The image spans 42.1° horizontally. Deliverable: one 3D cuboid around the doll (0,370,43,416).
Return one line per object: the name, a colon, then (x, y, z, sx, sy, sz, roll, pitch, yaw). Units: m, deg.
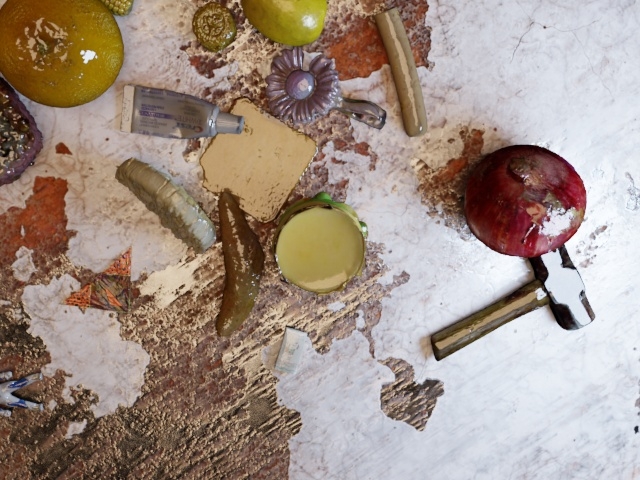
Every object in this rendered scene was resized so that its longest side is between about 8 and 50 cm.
doll: (-0.774, 0.365, 1.963, 0.227, 0.057, 0.114, 2, 103, -8)

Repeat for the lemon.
lemon: (-0.082, -0.523, 1.828, 0.207, 0.170, 0.170, 29, 96, -8)

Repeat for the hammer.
hammer: (0.449, 0.170, 2.042, 0.408, 0.095, 0.242, -28, 101, 5)

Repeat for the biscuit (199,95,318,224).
biscuit: (-0.153, -0.185, 1.952, 0.232, 0.013, 0.237, 31, 95, -10)

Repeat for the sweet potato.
sweet potato: (-0.187, 0.056, 1.948, 0.114, 0.092, 0.342, 0, 100, -14)

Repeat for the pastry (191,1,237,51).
pastry: (-0.238, -0.481, 1.876, 0.097, 0.057, 0.109, -7, 98, 1)

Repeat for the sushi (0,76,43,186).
sushi: (-0.745, -0.246, 1.809, 0.236, 0.171, 0.270, -32, 98, 1)

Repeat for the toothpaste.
toothpaste: (-0.315, -0.285, 1.898, 0.282, 0.068, 0.099, 9, 71, 1)

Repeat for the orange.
orange: (-0.550, -0.409, 1.747, 0.274, 0.274, 0.274, -1, 99, -5)

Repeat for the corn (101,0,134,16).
corn: (-0.541, -0.595, 1.807, 0.305, 0.106, 0.106, 34, 95, -13)

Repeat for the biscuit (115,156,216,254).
biscuit: (-0.332, -0.082, 1.881, 0.281, 0.179, 0.084, 46, 72, -17)

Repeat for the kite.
kite: (-0.494, 0.127, 1.975, 0.222, 0.008, 0.125, -39, 103, 2)

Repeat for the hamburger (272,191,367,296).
hamburger: (0.000, 0.000, 1.930, 0.237, 0.149, 0.237, 0, 107, -1)

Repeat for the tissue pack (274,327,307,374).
tissue pack: (-0.073, 0.270, 2.028, 0.056, 0.023, 0.108, 15, 97, -8)

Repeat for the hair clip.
hair clip: (0.018, -0.329, 1.916, 0.300, 0.069, 0.173, 19, 97, -8)

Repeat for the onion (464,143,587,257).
onion: (0.466, -0.093, 1.898, 0.276, 0.276, 0.276, -1, 99, -5)

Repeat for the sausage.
sausage: (0.192, -0.387, 1.927, 0.065, 0.066, 0.301, -18, 102, -2)
